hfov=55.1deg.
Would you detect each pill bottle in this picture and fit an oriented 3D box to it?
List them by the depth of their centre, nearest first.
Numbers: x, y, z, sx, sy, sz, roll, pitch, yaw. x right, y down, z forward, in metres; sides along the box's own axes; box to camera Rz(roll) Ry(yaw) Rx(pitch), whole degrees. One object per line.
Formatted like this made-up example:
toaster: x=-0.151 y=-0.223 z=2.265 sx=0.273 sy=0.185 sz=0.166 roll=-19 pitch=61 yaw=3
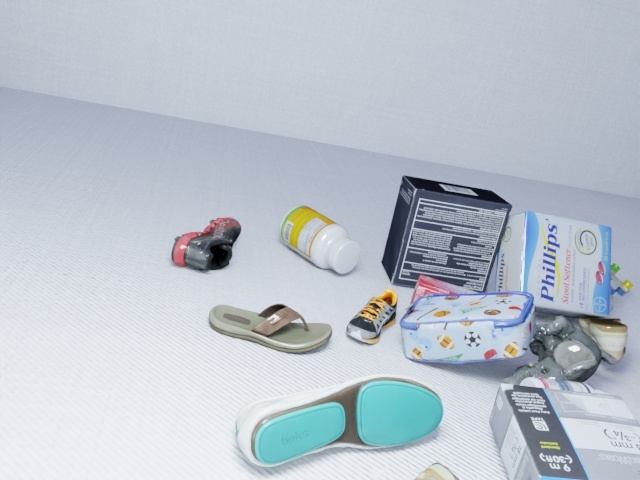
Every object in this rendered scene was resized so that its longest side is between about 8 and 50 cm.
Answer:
pill bottle: x=0.502 y=0.341 z=1.250 sx=0.180 sy=0.108 sz=0.108 roll=9 pitch=21 yaw=-11
pill bottle: x=0.000 y=0.000 z=1.803 sx=0.136 sy=0.137 sz=0.245 roll=-7 pitch=28 yaw=-41

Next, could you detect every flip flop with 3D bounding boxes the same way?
flip flop: x=-0.109 y=0.177 z=1.359 sx=0.276 sy=0.080 sz=0.112 roll=13 pitch=21 yaw=3

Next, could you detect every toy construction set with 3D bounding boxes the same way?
toy construction set: x=0.886 y=0.065 z=2.096 sx=0.215 sy=0.151 sz=0.328 roll=27 pitch=11 yaw=-28

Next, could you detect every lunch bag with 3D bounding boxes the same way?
lunch bag: x=0.339 y=0.190 z=1.430 sx=0.303 sy=0.115 sz=0.243 roll=-3 pitch=14 yaw=29

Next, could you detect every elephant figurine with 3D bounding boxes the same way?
elephant figurine: x=0.533 y=0.297 z=1.368 sx=0.169 sy=0.186 sz=0.239 roll=54 pitch=33 yaw=-9

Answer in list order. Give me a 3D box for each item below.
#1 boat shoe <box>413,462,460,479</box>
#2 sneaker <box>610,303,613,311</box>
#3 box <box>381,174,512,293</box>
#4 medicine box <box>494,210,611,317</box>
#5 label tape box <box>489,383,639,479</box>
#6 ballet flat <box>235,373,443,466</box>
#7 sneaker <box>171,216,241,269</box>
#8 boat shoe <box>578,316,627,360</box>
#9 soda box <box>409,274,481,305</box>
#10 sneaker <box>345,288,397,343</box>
boat shoe: x=0.216 y=0.424 z=0.946 sx=0.072 sy=0.068 sz=0.190 roll=-17 pitch=24 yaw=-31
sneaker: x=0.817 y=0.163 z=1.942 sx=0.121 sy=0.099 sz=0.262 roll=17 pitch=25 yaw=-17
box: x=0.363 y=-0.014 z=1.826 sx=0.296 sy=0.294 sz=0.183 roll=9 pitch=18 yaw=-9
medicine box: x=0.663 y=0.075 z=1.757 sx=0.289 sy=0.264 sz=0.149 roll=9 pitch=-10 yaw=-15
label tape box: x=0.447 y=0.394 z=1.021 sx=0.240 sy=0.106 sz=0.334 roll=7 pitch=26 yaw=-4
ballet flat: x=0.032 y=0.299 z=1.085 sx=0.400 sy=0.139 sz=0.139 roll=-1 pitch=24 yaw=-30
sneaker: x=-0.277 y=0.013 z=1.667 sx=0.135 sy=0.098 sz=0.276 roll=19 pitch=24 yaw=18
boat shoe: x=0.750 y=0.259 z=1.630 sx=0.109 sy=0.098 sz=0.302 roll=0 pitch=-2 yaw=15
soda box: x=0.375 y=0.178 z=1.634 sx=0.263 sy=0.084 sz=0.092 roll=17 pitch=21 yaw=11
sneaker: x=0.127 y=0.180 z=1.486 sx=0.084 sy=0.083 sz=0.215 roll=22 pitch=24 yaw=20
